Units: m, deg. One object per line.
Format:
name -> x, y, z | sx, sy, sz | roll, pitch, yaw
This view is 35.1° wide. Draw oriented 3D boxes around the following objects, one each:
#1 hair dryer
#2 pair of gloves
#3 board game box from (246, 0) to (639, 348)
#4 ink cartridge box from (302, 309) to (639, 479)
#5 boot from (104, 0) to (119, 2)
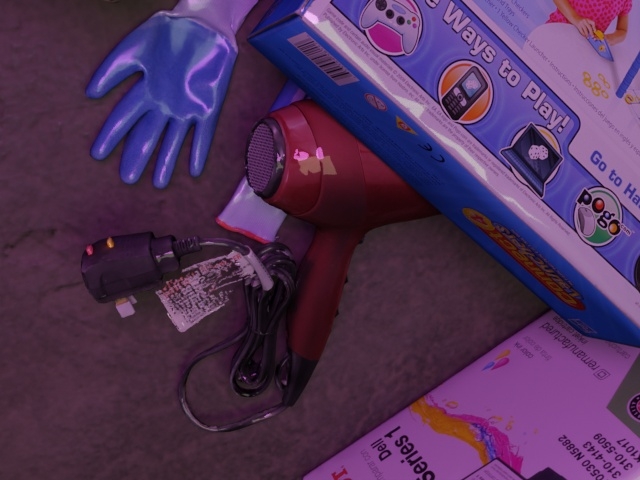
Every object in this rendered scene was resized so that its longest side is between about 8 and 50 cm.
hair dryer -> 0.000, 0.000, 0.692 | 0.294, 0.080, 0.223 | -28, 140, 1
pair of gloves -> -0.048, -0.084, 0.671 | 0.198, 0.023, 0.159 | 29, 99, -26
board game box -> 0.166, -0.143, 0.619 | 0.308, 0.086, 0.302 | 40, 77, -20
ink cartridge box -> 0.149, 0.188, 0.744 | 0.278, 0.201, 0.117 | -33, 117, -4
boot -> -0.117, -0.310, 0.408 | 0.284, 0.138, 0.377 | -40, 111, 20
